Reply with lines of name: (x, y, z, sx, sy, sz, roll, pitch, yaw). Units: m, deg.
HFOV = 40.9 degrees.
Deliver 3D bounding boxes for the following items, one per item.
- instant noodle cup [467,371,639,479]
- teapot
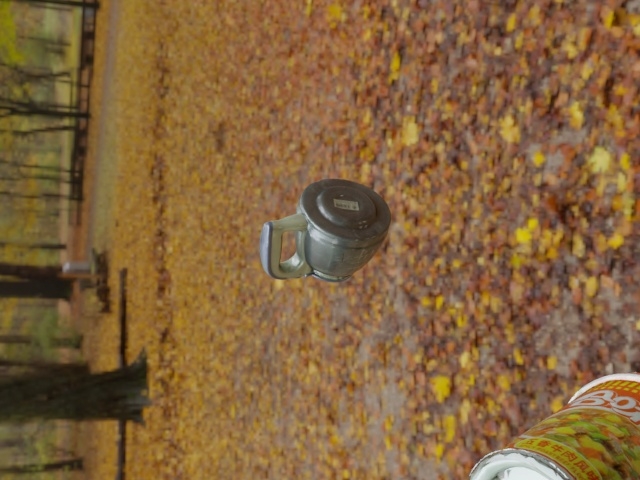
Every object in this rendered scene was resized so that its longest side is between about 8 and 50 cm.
instant noodle cup: (0.244, 0.228, 0.775, 0.193, 0.212, 0.193, 6, 99, 46)
teapot: (0.010, 0.004, 1.010, 0.111, 0.149, 0.108, 32, 133, 19)
